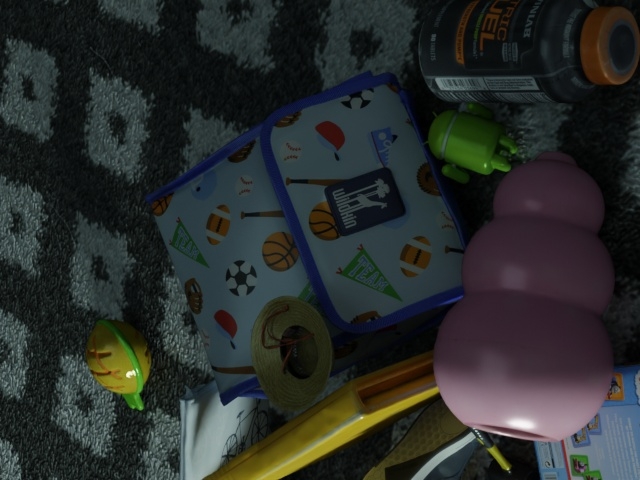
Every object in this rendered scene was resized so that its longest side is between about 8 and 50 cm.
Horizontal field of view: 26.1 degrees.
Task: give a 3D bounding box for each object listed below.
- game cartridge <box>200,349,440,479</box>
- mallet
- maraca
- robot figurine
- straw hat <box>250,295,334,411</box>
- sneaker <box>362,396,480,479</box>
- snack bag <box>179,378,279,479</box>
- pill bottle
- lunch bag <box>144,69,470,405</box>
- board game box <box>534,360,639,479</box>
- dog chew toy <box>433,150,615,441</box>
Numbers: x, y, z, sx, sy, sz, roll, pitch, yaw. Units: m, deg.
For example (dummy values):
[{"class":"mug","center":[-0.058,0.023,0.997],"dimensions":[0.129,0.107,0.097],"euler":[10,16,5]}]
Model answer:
[{"class":"game cartridge","center":[0.035,0.230,1.776],"dimensions":[0.323,0.285,0.053],"euler":[-35,76,40]},{"class":"mallet","center":[0.205,0.254,1.714],"dimensions":[0.062,0.190,0.039],"euler":[12,61,50]},{"class":"maraca","center":[-0.328,0.203,2.258],"dimensions":[0.127,0.099,0.186],"euler":[43,150,33]},{"class":"robot figurine","center":[0.185,-0.123,1.715],"dimensions":[0.115,0.067,0.101],"euler":[19,88,16]},{"class":"straw hat","center":[-0.016,0.135,1.673],"dimensions":[0.144,0.061,0.144],"euler":[-5,84,44]},{"class":"sneaker","center":[0.171,0.303,1.803],"dimensions":[0.226,0.163,0.086],"euler":[-42,36,-3]},{"class":"snack bag","center":[-0.123,0.332,1.935],"dimensions":[0.037,0.323,0.342],"euler":[6,102,18]},{"class":"pill bottle","center":[0.246,-0.225,1.612],"dimensions":[0.245,0.130,0.130],"euler":[5,100,43]},{"class":"lunch bag","center":[0.000,0.000,1.822],"dimensions":[0.385,0.239,0.328],"euler":[-27,77,27]},{"class":"board game box","center":[0.347,0.228,1.647],"dimensions":[0.211,0.039,0.160],"euler":[-12,87,45]},{"class":"dog chew toy","center":[0.247,0.059,1.599],"dimensions":[0.206,0.206,0.332],"euler":[0,74,44]}]
